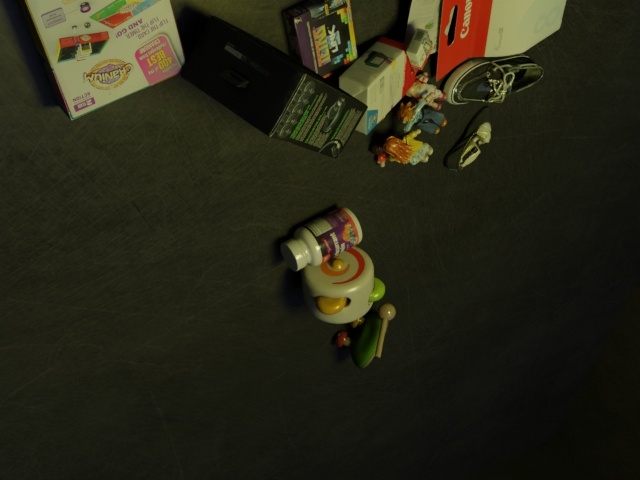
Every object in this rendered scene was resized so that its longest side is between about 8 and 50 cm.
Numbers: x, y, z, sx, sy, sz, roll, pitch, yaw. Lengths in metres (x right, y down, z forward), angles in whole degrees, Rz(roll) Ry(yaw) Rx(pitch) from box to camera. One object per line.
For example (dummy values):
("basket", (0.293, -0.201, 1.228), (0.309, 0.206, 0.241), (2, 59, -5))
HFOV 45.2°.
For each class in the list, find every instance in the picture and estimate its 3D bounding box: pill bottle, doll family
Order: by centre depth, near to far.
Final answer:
("doll family", (0.232, -0.280, 1.914), (0.163, 0.118, 0.263), (8, 117, -45))
("pill bottle", (0.000, 0.000, 1.946), (0.193, 0.108, 0.108), (-28, 137, -22))

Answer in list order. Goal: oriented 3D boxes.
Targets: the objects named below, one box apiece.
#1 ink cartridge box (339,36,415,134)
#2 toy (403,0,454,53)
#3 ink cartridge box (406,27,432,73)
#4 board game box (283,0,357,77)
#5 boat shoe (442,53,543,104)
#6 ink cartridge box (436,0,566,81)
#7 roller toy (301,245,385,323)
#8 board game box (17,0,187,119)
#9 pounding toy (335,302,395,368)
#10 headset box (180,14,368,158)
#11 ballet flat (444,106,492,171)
("ink cartridge box", (0.134, -0.364, 1.749), (0.231, 0.078, 0.134), (-48, 152, -34))
("toy", (0.243, -0.532, 1.766), (0.137, 0.056, 0.237), (-24, 141, -25))
("ink cartridge box", (0.229, -0.427, 1.757), (0.063, 0.029, 0.115), (-65, 158, -7))
("board game box", (0.003, -0.433, 1.638), (0.141, 0.048, 0.170), (-33, 139, -19))
("boat shoe", (0.460, -0.414, 2.023), (0.306, 0.105, 0.113), (-18, 133, -31))
("ink cartridge box", (0.450, -0.565, 1.852), (0.385, 0.091, 0.308), (-36, 151, -20))
("roller toy", (0.043, 0.107, 2.007), (0.209, 0.191, 0.146), (-29, 138, -25))
("board game box", (-0.377, -0.393, 1.310), (0.242, 0.064, 0.316), (-29, 137, -22))
("pounding toy", (0.120, 0.269, 2.268), (0.183, 0.110, 0.237), (-67, -174, -23))
("headset box", (-0.087, -0.288, 1.470), (0.131, 0.246, 0.283), (-59, 156, 12))
("ballet flat", (0.429, -0.274, 2.140), (0.203, 0.074, 0.074), (-53, 141, 7))
